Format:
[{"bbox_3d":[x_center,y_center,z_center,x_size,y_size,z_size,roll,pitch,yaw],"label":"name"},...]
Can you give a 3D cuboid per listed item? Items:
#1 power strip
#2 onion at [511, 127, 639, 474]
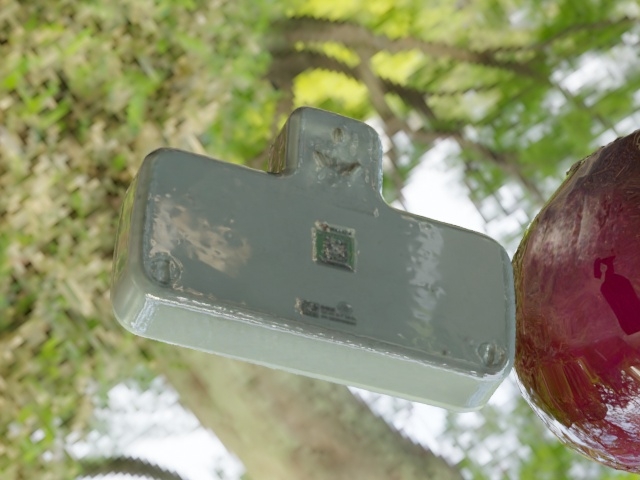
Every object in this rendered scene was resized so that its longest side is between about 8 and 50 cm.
[{"bbox_3d":[0.000,0.000,1.170,0.059,0.265,0.194,122,-22,-49],"label":"power strip"},{"bbox_3d":[0.275,0.045,1.347,0.260,0.282,0.336,-11,180,-23],"label":"onion"}]
